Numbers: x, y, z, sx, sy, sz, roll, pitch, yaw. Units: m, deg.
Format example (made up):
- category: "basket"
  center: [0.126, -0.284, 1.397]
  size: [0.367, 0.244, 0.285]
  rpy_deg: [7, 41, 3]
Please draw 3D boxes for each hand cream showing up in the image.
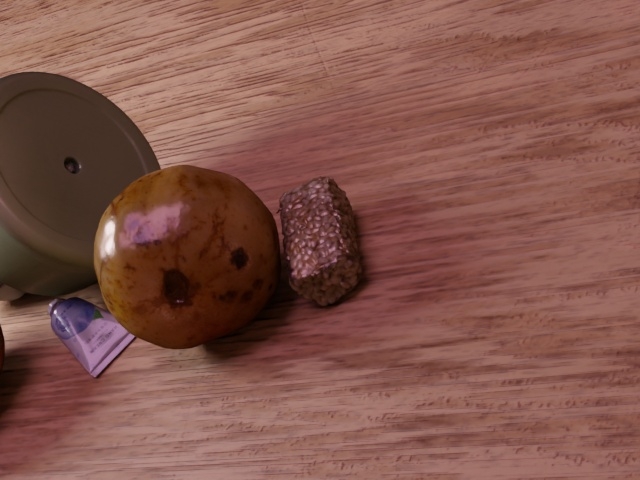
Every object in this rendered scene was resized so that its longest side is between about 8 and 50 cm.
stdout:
- category: "hand cream"
  center: [-0.293, 0.111, 1.836]
  size: [0.084, 0.053, 0.142]
  rpy_deg: [-47, 44, -15]

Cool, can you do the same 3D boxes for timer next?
- category: "timer"
  center: [-0.404, -0.025, 1.948]
  size: [0.315, 0.291, 0.290]
  rpy_deg: [-38, 26, 41]

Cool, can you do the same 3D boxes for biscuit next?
- category: "biscuit"
  center: [0.000, 0.000, 1.671]
  size: [0.082, 0.070, 0.168]
  rpy_deg: [-31, 36, 16]

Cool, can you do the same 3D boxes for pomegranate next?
- category: "pomegranate"
  center: [-0.152, 0.018, 1.686]
  size: [0.215, 0.215, 0.215]
  rpy_deg: [-25, 35, 19]

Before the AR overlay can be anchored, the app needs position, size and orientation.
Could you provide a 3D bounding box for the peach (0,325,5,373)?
- category: "peach"
  center: [-0.514, 0.143, 1.844]
  size: [0.231, 0.231, 0.231]
  rpy_deg: [-25, 35, 19]
